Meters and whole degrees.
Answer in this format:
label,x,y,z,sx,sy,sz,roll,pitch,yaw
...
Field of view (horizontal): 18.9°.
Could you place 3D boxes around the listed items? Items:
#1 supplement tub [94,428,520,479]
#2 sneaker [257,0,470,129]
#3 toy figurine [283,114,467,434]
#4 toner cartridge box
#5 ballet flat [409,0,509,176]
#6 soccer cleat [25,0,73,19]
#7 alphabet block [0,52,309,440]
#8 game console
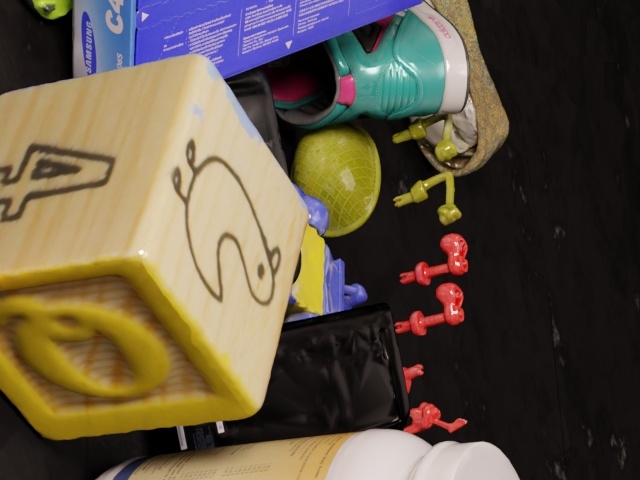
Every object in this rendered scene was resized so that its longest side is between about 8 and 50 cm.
label,x,y,z,sx,sy,sz,roll,pitch,yaw
supplement tub,-0.013,0.262,1.436,0.228,0.316,0.228,32,54,-58
sneaker,0.010,-0.187,1.876,0.295,0.178,0.123,-134,-137,-62
toy figurine,0.000,0.000,1.722,0.217,0.191,0.362,37,48,-49
toner cartridge box,-0.046,-0.236,1.571,0.348,0.075,0.165,-25,132,-40
ballet flat,0.112,-0.214,2.113,0.348,0.123,0.123,63,30,-32
soccer cleat,-0.226,-0.249,1.471,0.060,0.072,0.179,-33,139,-19
alphabet block,-0.144,0.008,1.398,0.192,0.193,0.197,55,36,-40
game console,-0.050,0.028,1.609,0.213,0.044,0.361,-10,91,-21
